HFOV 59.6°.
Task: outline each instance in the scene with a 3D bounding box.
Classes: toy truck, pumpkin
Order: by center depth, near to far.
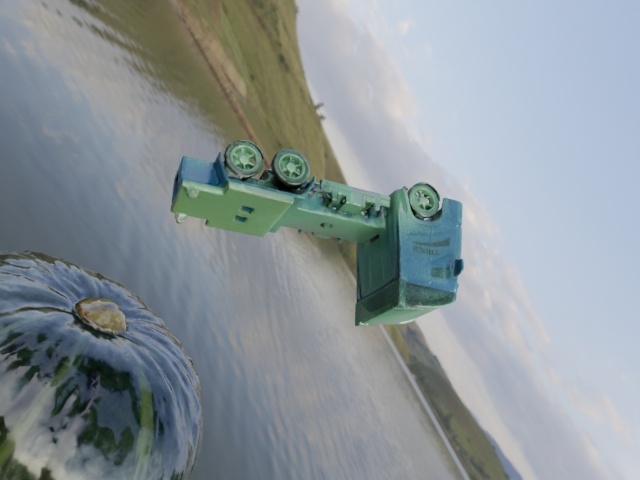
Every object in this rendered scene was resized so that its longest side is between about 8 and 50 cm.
[{"bbox_3d":[0.000,0.000,0.330,0.067,0.175,0.081,139,-41,-58],"label":"toy truck"},{"bbox_3d":[-0.173,0.100,0.347,0.211,0.152,0.211,29,7,-4],"label":"pumpkin"}]
